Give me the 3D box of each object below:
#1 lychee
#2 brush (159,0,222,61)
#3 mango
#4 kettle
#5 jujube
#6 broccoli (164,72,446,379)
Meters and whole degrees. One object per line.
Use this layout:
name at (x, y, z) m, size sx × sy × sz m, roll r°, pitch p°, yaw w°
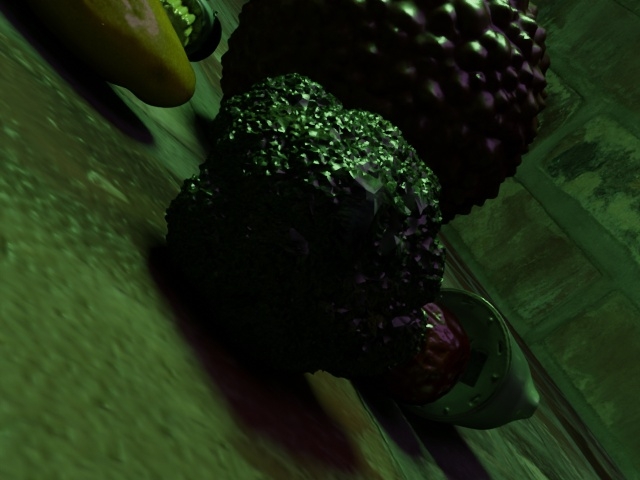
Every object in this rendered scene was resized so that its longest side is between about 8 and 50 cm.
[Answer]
lychee at (0.051, -0.139, 0.687) m, size 0.304 × 0.276 × 0.276 m, roll 35°, pitch -3°, yaw 41°
brush at (-0.203, -0.257, 0.653) m, size 0.297 × 0.068 × 0.060 m, roll 45°, pitch 32°, yaw -11°
mango at (-0.146, -0.160, 0.483) m, size 0.190 × 0.075 × 0.098 m, roll 57°, pitch 17°, yaw -6°
kettle at (0.105, 0.104, 0.647) m, size 0.148 × 0.127 × 0.098 m, roll 38°, pitch 48°, yaw -63°
jujube at (0.045, 0.056, 0.555) m, size 0.129 × 0.077 × 0.077 m, roll 48°, pitch 8°, yaw 19°
broccoli at (0.000, 0.000, 0.414) m, size 0.162 × 0.146 × 0.138 m, roll 34°, pitch -19°, yaw -12°
